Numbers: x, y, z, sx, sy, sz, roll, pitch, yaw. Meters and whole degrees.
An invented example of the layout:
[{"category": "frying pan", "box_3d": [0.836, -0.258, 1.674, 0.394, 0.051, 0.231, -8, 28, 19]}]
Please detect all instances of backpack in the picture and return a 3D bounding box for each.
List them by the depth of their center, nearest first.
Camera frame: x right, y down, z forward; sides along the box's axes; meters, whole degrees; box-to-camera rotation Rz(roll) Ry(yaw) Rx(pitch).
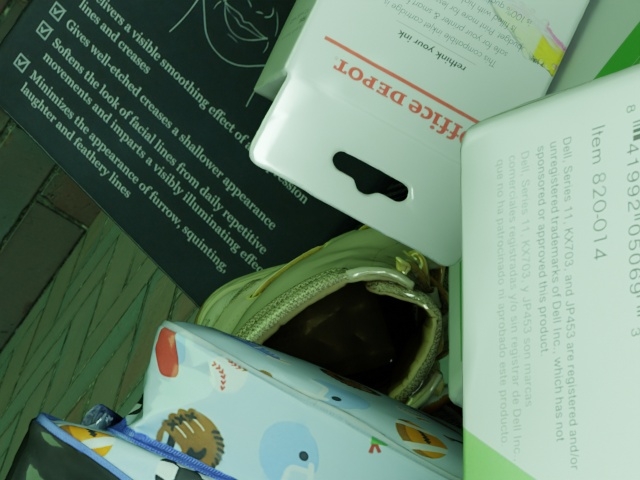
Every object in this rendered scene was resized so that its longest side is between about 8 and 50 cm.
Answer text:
[{"category": "backpack", "box_3d": [-0.007, 0.163, 0.792, 0.213, 0.276, 0.263, -56, -19, -7]}]

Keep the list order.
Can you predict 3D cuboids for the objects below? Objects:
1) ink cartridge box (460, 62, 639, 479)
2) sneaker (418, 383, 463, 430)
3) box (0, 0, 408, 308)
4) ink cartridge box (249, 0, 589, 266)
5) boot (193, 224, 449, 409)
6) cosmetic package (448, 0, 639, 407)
[{"category": "ink cartridge box", "box_3d": [0.193, 0.035, 0.439, 0.353, 0.119, 0.207, -17, 68, 50]}, {"category": "sneaker", "box_3d": [0.054, 0.126, 1.048, 0.123, 0.106, 0.290, -54, 24, 4]}, {"category": "box", "box_3d": [0.000, -0.171, 1.314, 0.395, 0.293, 0.212, -50, -13, 23]}, {"category": "ink cartridge box", "box_3d": [0.048, -0.097, 0.837, 0.198, 0.115, 0.067, -64, 12, -10]}, {"category": "boot", "box_3d": [0.059, 0.030, 0.986, 0.262, 0.095, 0.203, -17, 5, -4]}, {"category": "cosmetic package", "box_3d": [0.173, -0.054, 0.878, 0.197, 0.155, 0.365, -55, 14, 25]}]
